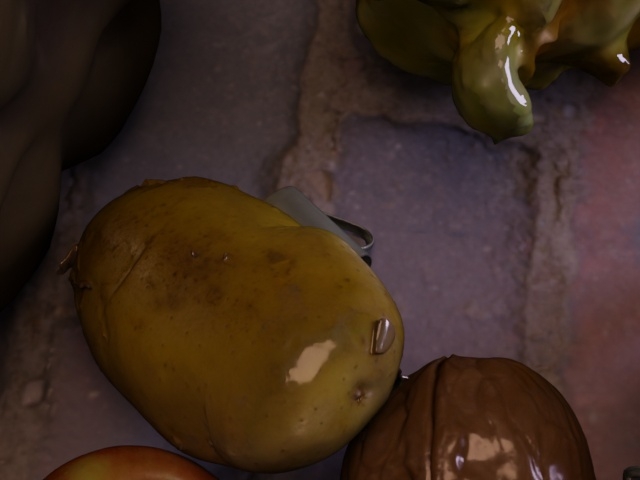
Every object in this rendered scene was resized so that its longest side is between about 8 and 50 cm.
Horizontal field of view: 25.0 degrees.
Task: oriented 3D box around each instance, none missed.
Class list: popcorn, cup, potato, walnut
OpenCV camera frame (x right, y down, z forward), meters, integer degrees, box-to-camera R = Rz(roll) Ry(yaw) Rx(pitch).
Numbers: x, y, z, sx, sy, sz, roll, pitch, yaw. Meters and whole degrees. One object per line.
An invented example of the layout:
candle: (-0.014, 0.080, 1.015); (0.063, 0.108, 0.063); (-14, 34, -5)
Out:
popcorn: (0.139, -0.241, 1.046); (0.335, 0.279, 0.274); (-23, 107, -10)
cup: (-0.001, -0.002, 1.062); (0.075, 0.054, 0.083); (-38, 67, -13)
potato: (-0.065, 0.052, 0.957); (0.300, 0.140, 0.173); (31, 87, 48)
walnut: (0.094, 0.172, 0.921); (0.167, 0.167, 0.207); (-2, 67, 1)

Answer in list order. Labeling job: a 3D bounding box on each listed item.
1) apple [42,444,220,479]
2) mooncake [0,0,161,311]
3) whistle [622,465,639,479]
apple: (-0.122, 0.213, 0.925); (0.163, 0.139, 0.163); (6, 59, -10)
mooncake: (-0.266, -0.150, 0.937); (0.262, 0.467, 0.467); (24, 68, 7)
whistle: (0.213, 0.307, 0.842); (0.133, 0.142, 0.346); (3, 83, -41)
